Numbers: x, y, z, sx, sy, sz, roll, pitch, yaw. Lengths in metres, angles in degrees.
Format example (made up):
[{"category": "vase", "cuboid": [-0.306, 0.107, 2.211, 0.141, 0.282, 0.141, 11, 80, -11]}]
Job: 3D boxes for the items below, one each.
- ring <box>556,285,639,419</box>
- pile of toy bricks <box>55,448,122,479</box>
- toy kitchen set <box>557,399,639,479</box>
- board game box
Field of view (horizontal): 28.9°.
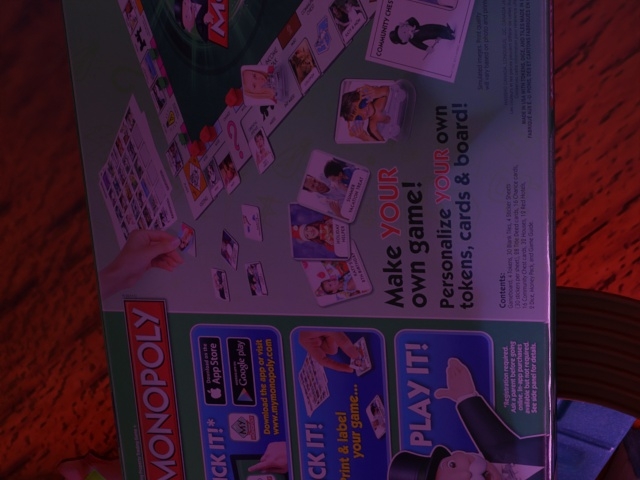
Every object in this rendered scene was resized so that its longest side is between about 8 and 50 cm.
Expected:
[{"category": "ring", "cuboid": [0.131, 0.187, 0.640, 0.336, 0.032, 0.336, 10, 110, 30]}, {"category": "pile of toy bricks", "cuboid": [-0.066, 0.191, 0.713, 0.212, 0.118, 0.105, 42, 83, -4]}, {"category": "toy kitchen set", "cuboid": [0.202, 0.157, 0.647, 0.207, 0.166, 0.122, 19, 117, -11]}, {"category": "board game box", "cuboid": [0.000, 0.000, 0.570, 0.213, 0.046, 0.317, 1, 109, 14]}]
